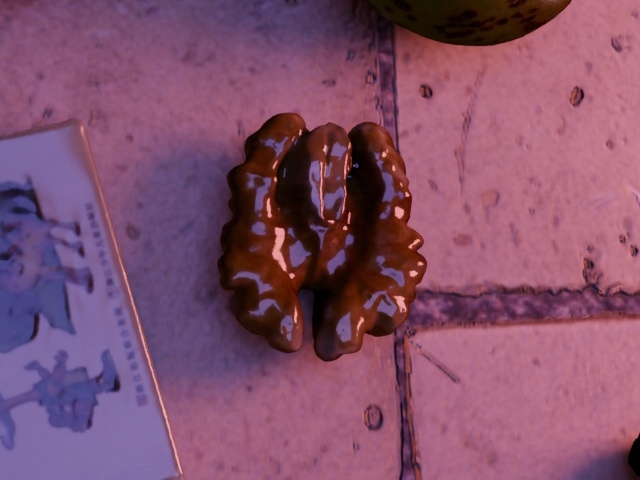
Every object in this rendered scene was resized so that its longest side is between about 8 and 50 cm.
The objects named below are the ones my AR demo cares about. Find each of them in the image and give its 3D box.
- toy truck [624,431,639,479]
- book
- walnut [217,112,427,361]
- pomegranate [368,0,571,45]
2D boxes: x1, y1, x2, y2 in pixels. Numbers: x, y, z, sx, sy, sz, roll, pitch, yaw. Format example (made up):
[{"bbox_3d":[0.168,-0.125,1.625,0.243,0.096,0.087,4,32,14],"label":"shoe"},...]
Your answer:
[{"bbox_3d":[0.307,0.206,1.358,0.208,0.126,0.113,22,75,-9],"label":"toy truck"},{"bbox_3d":[-0.297,0.083,1.285,0.371,0.043,0.260,-15,83,-16],"label":"book"},{"bbox_3d":[0.000,0.000,1.358,0.143,0.069,0.170,9,76,-10],"label":"walnut"},{"bbox_3d":[0.087,-0.247,1.379,0.263,0.211,0.211,24,69,35],"label":"pomegranate"}]
